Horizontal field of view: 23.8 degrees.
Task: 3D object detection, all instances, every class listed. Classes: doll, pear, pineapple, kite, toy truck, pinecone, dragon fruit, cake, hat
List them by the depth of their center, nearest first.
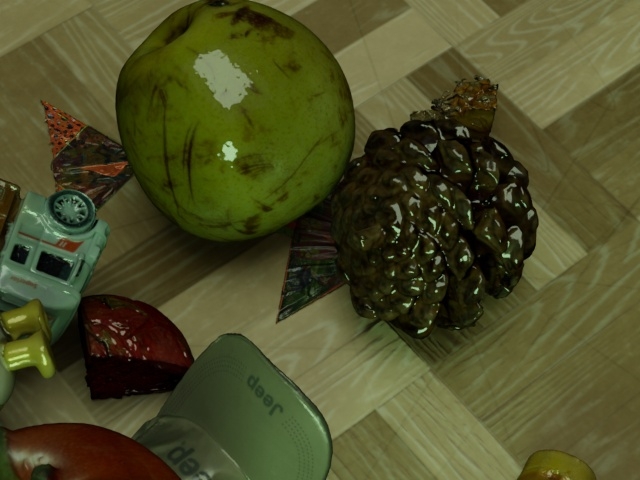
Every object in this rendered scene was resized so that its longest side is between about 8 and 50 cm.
[{"bbox_3d":[-0.397,0.147,1.475,0.296,0.117,0.141,-29,43,9],"label":"doll"},{"bbox_3d":[-0.121,0.228,1.534,0.214,0.245,0.149,41,43,22],"label":"hat"},{"bbox_3d":[-0.383,0.005,1.563,0.305,0.136,0.162,21,51,-14],"label":"toy truck"},{"bbox_3d":[0.249,0.259,1.598,0.084,0.084,0.044,21,54,10],"label":"cake"},{"bbox_3d":[-0.202,0.099,1.634,0.120,0.161,0.127,-12,70,-9],"label":"dragon fruit"},{"bbox_3d":[0.128,-0.026,1.684,0.243,0.243,0.257,25,39,12],"label":"pinecone"},{"bbox_3d":[-0.099,-0.138,1.706,0.283,0.283,0.284,2,58,-3],"label":"pear"},{"bbox_3d":[0.000,0.000,1.788,0.183,0.014,0.241,13,59,6],"label":"kite"},{"bbox_3d":[-0.269,-0.091,1.834,0.125,0.008,0.222,-6,59,-10],"label":"kite"},{"bbox_3d":[0.167,-0.155,1.876,0.114,0.077,0.114,-14,24,1],"label":"pineapple"}]

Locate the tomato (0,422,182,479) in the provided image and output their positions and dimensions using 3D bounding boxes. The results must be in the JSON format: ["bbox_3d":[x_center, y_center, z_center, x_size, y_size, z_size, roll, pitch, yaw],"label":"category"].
[{"bbox_3d":[-0.261,0.343,1.401,0.341,0.273,0.341,-16,29,9],"label":"tomato"}]
